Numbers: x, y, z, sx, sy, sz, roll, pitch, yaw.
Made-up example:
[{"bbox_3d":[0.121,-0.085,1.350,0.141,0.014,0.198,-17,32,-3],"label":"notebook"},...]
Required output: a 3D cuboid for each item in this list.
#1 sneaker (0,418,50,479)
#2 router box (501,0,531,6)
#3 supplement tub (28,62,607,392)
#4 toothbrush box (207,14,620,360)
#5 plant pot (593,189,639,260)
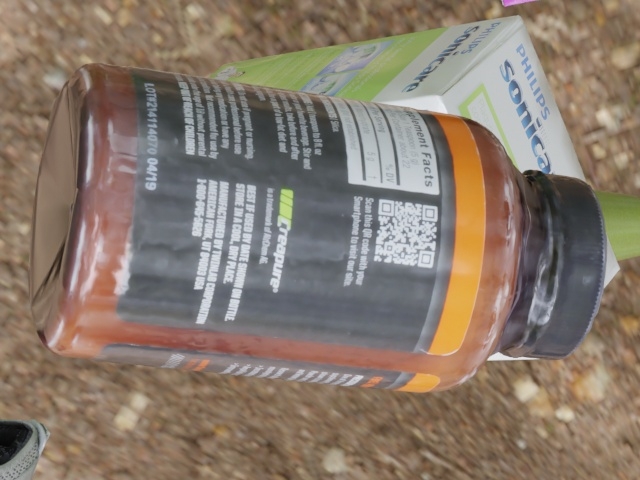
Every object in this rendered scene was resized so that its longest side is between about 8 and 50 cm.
[{"bbox_3d":[-0.295,0.132,1.238,0.105,0.281,0.115,41,101,33],"label":"sneaker"},{"bbox_3d":[0.120,-0.218,0.966,0.046,0.133,0.179,-6,28,31],"label":"router box"},{"bbox_3d":[0.000,0.000,0.684,0.197,0.106,0.106,8,73,-17],"label":"supplement tub"},{"bbox_3d":[0.039,-0.027,1.351,0.283,0.206,0.122,-4,29,40],"label":"toothbrush box"},{"bbox_3d":[0.228,-0.011,1.569,0.079,0.083,0.083,-3,69,-23],"label":"plant pot"}]
